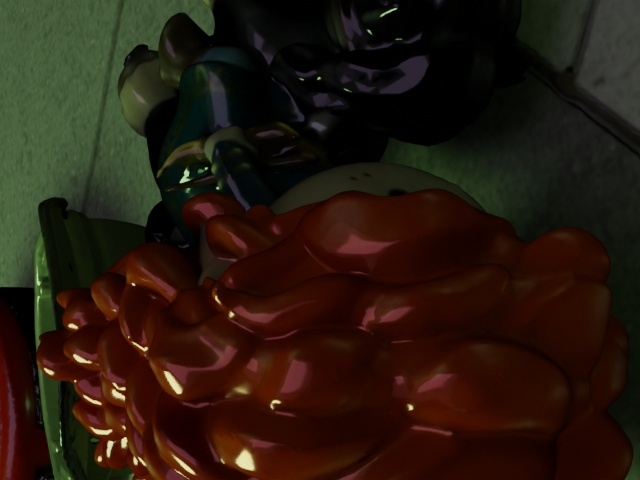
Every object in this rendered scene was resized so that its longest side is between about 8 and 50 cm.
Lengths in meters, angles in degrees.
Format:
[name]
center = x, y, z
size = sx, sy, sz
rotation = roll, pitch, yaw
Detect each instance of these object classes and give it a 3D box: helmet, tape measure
[helmet]
center = -0.117, 0.068, 0.848
size = 0.257, 0.137, 0.204
rotation = 143, 120, -73
[tape measure]
center = -0.262, 0.168, 1.074
size = 0.260, 0.114, 0.253
rotation = -48, 52, 37

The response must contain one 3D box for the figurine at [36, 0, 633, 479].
[figurine]
center = 0.004, -0.011, 0.660
size = 0.306, 0.241, 0.411
rotation = -18, 54, 28
